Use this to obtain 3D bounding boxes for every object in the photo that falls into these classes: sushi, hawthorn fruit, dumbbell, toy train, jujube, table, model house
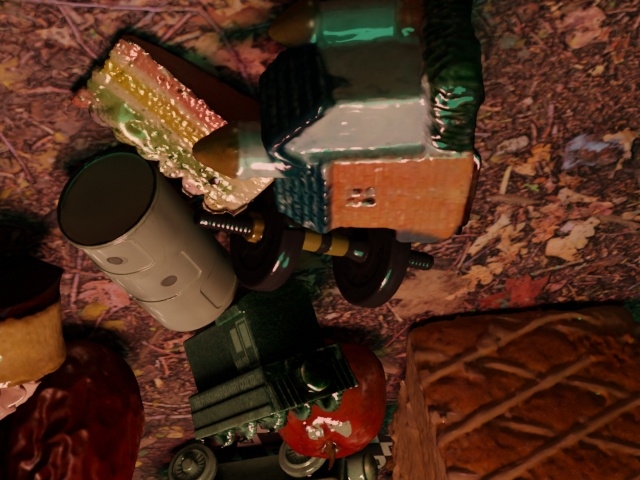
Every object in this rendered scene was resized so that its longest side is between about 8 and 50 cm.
[{"bbox_3d":[-0.020,0.357,1.912,0.263,0.050,0.290,11,144,-9],"label":"sushi"},{"bbox_3d":[0.015,0.246,1.629,0.179,0.200,0.179,-6,140,-5],"label":"hawthorn fruit"},{"bbox_3d":[0.000,0.000,1.319,0.325,0.143,0.143,10,140,-29],"label":"dumbbell"},{"bbox_3d":[-0.098,0.447,1.790,0.397,0.253,0.160,-13,139,20],"label":"toy train"},{"bbox_3d":[-0.343,0.291,1.481,0.223,0.318,0.223,-1,144,-1],"label":"jujube"},{"bbox_3d":[-0.195,0.004,1.283,0.126,0.126,0.220,-20,146,11],"label":"table"},{"bbox_3d":[0.014,-0.125,1.111,0.291,0.185,0.253,-6,145,-7],"label":"model house"},{"bbox_3d":[-0.081,0.165,1.454,0.138,0.178,0.330,-15,172,-29],"label":"toy train"}]

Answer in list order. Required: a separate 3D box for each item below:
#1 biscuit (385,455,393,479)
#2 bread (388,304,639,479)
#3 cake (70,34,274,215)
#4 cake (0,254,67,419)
[{"bbox_3d":[0.186,0.407,2.059,0.138,0.031,0.205,-8,146,-7],"label":"biscuit"},{"bbox_3d":[0.321,0.319,1.676,0.389,0.371,0.279,-7,146,-9],"label":"bread"},{"bbox_3d":[-0.145,-0.133,1.178,0.225,0.090,0.109,37,127,-26],"label":"cake"},{"bbox_3d":[-0.386,0.131,1.298,0.207,0.185,0.178,-12,111,-11],"label":"cake"}]
